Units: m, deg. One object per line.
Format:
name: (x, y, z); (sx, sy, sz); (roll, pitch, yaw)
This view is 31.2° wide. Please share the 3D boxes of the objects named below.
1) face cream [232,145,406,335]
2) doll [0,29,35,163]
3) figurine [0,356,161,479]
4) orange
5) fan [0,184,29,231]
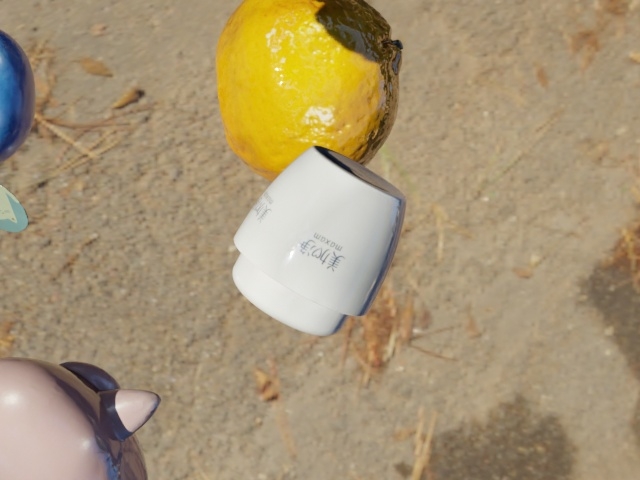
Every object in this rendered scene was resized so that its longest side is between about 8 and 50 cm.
face cream: (0.000, 0.000, 0.672); (0.091, 0.091, 0.095); (21, 105, -35)
doll: (-0.434, -0.149, 1.214); (0.257, 0.161, 0.215); (3, 81, -19)
figurine: (-0.219, 0.200, 0.711); (0.287, 0.176, 0.186); (-62, 152, -42)
orange: (-0.010, -0.130, 0.951); (0.155, 0.177, 0.177); (5, 90, 9)
fan: (-0.517, -0.077, 1.765); (0.175, 0.113, 0.005); (62, 41, -34)
